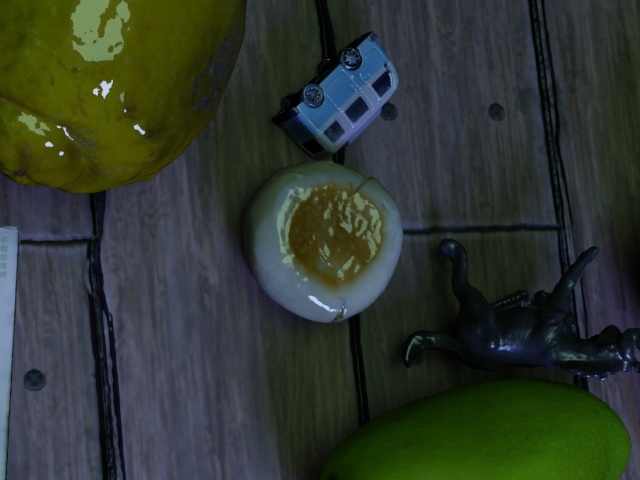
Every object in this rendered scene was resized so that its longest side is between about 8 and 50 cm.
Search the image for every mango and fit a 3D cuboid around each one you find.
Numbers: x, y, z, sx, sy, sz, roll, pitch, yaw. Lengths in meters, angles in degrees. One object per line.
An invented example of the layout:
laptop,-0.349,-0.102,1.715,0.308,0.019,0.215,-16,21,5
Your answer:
mango,0.156,0.225,1.346,0.343,0.156,0.192,-16,66,-30

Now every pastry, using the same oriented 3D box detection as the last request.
pastry,0.000,0.000,1.368,0.156,0.092,0.156,4,78,-18

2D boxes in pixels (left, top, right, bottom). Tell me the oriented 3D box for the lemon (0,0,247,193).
lemon,-0.199,-0.197,1.237,0.286,0.285,0.316,-3,60,-23

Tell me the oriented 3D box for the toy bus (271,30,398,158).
toy bus,0.021,-0.140,1.422,0.075,0.060,0.123,49,68,-12

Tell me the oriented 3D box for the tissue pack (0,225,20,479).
tissue pack,-0.308,0.120,1.188,0.093,0.148,0.246,5,76,-21

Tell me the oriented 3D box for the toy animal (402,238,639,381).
toy animal,0.197,0.077,1.403,0.233,0.084,0.148,3,39,4
